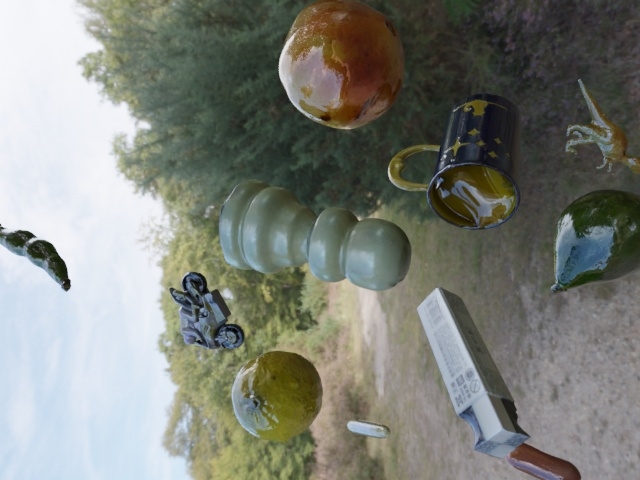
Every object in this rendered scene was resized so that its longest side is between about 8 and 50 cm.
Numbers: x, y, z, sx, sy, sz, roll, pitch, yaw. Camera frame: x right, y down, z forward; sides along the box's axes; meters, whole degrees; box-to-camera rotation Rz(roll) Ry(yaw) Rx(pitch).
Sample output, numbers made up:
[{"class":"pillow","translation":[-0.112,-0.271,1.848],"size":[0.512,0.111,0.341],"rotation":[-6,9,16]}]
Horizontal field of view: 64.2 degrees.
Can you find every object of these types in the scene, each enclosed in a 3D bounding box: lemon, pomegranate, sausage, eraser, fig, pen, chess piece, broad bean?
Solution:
[{"class":"lemon","translation":[-0.093,0.339,1.120],"size":[0.231,0.192,0.192],"rotation":[8,-96,-65]},{"class":"pomegranate","translation":[0.032,-0.287,0.825],"size":[0.209,0.209,0.208],"rotation":[-177,90,-89]},{"class":"sausage","translation":[0.607,0.615,1.394],"size":[0.077,0.194,0.077],"rotation":[-33,-49,-49]},{"class":"eraser","translation":[0.342,0.289,1.190],"size":[0.098,0.096,0.403],"rotation":[-51,31,28]},{"class":"fig","translation":[0.573,0.016,1.050],"size":[0.244,0.195,0.195],"rotation":[-57,4,4]},{"class":"pen","translation":[0.103,0.400,1.079],"size":[0.233,0.040,0.032],"rotation":[134,157,-69]},{"class":"chess piece","translation":[0.000,0.000,0.921],"size":[0.182,0.331,0.182],"rotation":[-43,-41,-53]},{"class":"broad bean","translation":[-0.575,0.022,1.033],"size":[0.060,0.298,0.043],"rotation":[-54,-31,-21]}]

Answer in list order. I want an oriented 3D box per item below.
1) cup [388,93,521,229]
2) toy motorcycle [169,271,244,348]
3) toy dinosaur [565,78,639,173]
[{"class":"cup","translation":[0.292,-0.188,1.075],"size":[0.178,0.255,0.256],"rotation":[107,-178,-52]},{"class":"toy motorcycle","translation":[-0.298,0.196,1.278],"size":[0.225,0.152,0.073],"rotation":[54,-162,0]},{"class":"toy dinosaur","translation":[0.468,-0.178,0.823],"size":[0.039,0.127,0.161],"rotation":[-57,-30,-39]}]
